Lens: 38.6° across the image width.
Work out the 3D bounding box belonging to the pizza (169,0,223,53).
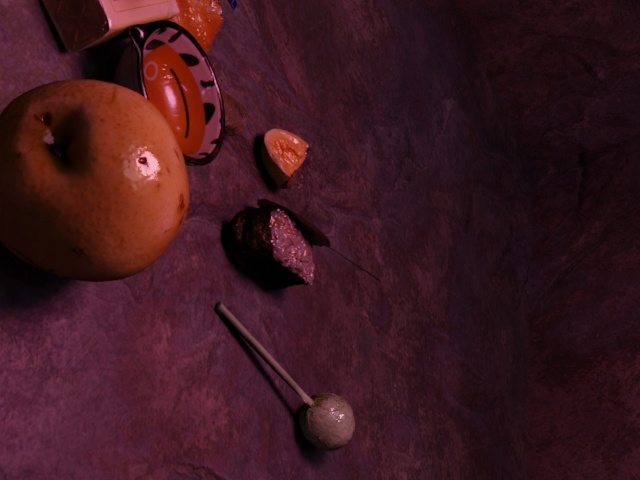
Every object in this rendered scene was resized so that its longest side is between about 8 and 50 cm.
[{"bbox_3d":[-0.283,-0.461,1.867,0.228,0.081,0.290,-21,98,-54],"label":"pizza"}]

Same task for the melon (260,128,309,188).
[{"bbox_3d":[-0.096,-0.191,2.102,0.128,0.079,0.160,46,35,-13],"label":"melon"}]

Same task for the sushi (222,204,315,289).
[{"bbox_3d":[-0.099,0.015,1.925,0.225,0.126,0.136,41,42,-50],"label":"sushi"}]

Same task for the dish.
[{"bbox_3d":[-0.298,-0.259,1.689,0.303,0.120,0.303,38,45,-53],"label":"dish"}]

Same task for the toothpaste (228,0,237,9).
[{"bbox_3d":[-0.217,-0.578,2.132,0.083,0.015,0.024,58,39,-39],"label":"toothpaste"}]

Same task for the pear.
[{"bbox_3d":[-0.339,-0.084,1.351,0.309,0.309,0.309,38,45,-50],"label":"pear"}]

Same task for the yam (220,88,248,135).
[{"bbox_3d":[-0.213,-0.273,1.888,0.179,0.078,0.078,29,51,-68],"label":"yam"}]

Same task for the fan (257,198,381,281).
[{"bbox_3d":[0.000,-0.001,1.993,0.329,0.191,0.009,33,76,-5],"label":"fan"}]

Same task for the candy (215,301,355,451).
[{"bbox_3d":[-0.073,0.280,1.883,0.440,0.119,0.119,51,35,-26],"label":"candy"}]

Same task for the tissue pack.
[{"bbox_3d":[-0.379,-0.441,1.630,0.159,0.125,0.234,65,29,-10],"label":"tissue pack"}]
